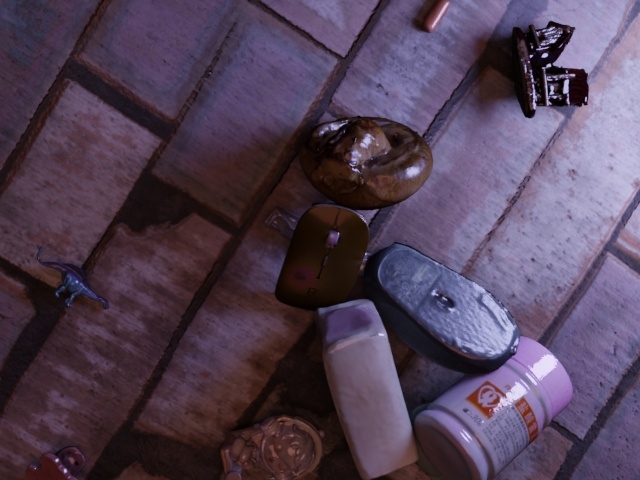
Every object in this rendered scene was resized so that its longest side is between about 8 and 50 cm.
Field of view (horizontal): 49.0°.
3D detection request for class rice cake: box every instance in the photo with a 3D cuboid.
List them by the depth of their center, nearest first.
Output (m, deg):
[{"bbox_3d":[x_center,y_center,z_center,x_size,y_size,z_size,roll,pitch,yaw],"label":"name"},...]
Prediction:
[{"bbox_3d":[0.000,0.000,1.578,0.269,0.049,0.055,26,117,-9],"label":"rice cake"}]

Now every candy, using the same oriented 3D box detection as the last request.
[{"bbox_3d":[0.097,0.314,1.521,0.144,0.208,0.359,-16,112,0],"label":"candy"}]

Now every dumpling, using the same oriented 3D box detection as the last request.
[{"bbox_3d":[0.269,0.474,1.661,0.152,0.108,0.219,-34,113,-42],"label":"dumpling"}]

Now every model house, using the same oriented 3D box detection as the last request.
[{"bbox_3d":[0.505,-0.377,1.532,0.164,0.141,0.203,-8,97,6],"label":"model house"}]

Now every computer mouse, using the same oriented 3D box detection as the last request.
[{"bbox_3d":[-0.001,0.052,1.503,0.158,0.072,0.311,14,131,-9],"label":"computer mouse"},{"bbox_3d":[0.263,0.153,1.569,0.373,0.114,0.203,37,66,10],"label":"computer mouse"}]

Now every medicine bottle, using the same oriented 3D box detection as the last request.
[{"bbox_3d":[0.380,0.376,1.547,0.315,0.202,0.202,-34,101,-23],"label":"medicine bottle"}]

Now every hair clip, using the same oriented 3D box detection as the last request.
[{"bbox_3d":[-0.599,0.530,1.566,0.138,0.102,0.123,-33,98,0],"label":"hair clip"}]

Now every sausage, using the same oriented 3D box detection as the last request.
[{"bbox_3d":[0.253,-0.494,1.538,0.034,0.034,0.083,32,95,-10],"label":"sausage"}]

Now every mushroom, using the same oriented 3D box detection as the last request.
[{"bbox_3d":[0.085,-0.161,1.460,0.263,0.283,0.195,35,112,26],"label":"mushroom"}]

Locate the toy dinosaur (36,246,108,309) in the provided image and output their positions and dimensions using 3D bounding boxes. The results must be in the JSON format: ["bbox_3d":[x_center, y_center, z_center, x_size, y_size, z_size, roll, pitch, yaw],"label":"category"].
[{"bbox_3d":[-0.547,0.094,1.536,0.197,0.045,0.080,45,79,-17],"label":"toy dinosaur"}]

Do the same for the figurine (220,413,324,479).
[{"bbox_3d":[-0.103,0.476,1.591,0.236,0.141,0.163,-6,104,-6],"label":"figurine"}]
